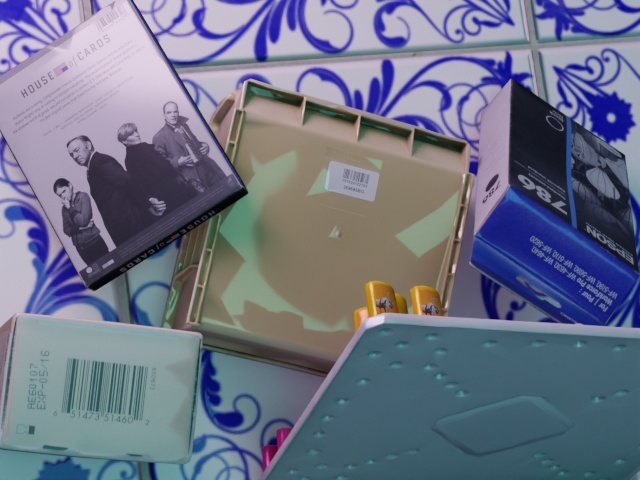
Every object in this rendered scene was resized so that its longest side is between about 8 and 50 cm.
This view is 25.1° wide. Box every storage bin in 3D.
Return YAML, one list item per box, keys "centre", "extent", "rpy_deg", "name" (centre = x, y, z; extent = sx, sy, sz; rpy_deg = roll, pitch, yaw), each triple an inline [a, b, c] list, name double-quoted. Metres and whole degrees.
- centre: [0.000, 0.000, 1.462]
  extent: [0.262, 0.123, 0.260]
  rpy_deg: [15, 78, -14]
  name: "storage bin"

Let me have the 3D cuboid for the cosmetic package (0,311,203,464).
- centre: [-0.216, 0.138, 1.279]
  extent: [0.160, 0.309, 0.113]
  rpy_deg: [8, 81, -17]
  name: "cosmetic package"

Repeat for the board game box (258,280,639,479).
- centre: [0.170, 0.156, 1.367]
  extent: [0.390, 0.390, 0.050]
  rpy_deg: [4, 59, -16]
  name: "board game box"

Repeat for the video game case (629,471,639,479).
- centre: [0.440, 0.326, 1.605]
  extent: [0.193, 0.023, 0.212]
  rpy_deg: [-2, 83, -17]
  name: "video game case"

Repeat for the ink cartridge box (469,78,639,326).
- centre: [0.239, -0.037, 1.460]
  extent: [0.165, 0.065, 0.332]
  rpy_deg: [33, 30, -12]
  name: "ink cartridge box"

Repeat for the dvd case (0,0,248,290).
- centre: [-0.203, -0.097, 1.392]
  extent: [0.179, 0.029, 0.238]
  rpy_deg: [-32, 72, 3]
  name: "dvd case"
